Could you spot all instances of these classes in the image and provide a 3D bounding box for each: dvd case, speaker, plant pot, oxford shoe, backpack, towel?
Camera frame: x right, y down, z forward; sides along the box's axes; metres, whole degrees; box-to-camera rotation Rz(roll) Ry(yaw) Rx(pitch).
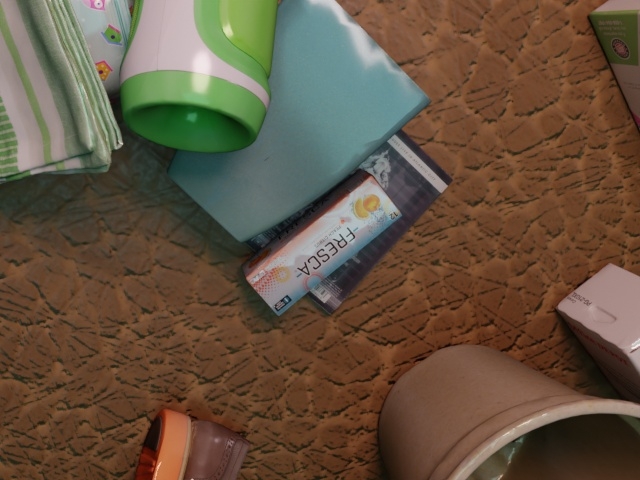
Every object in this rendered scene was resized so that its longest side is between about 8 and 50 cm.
[{"bbox_3d":[0.026,-0.044,0.915,0.164,0.018,0.221,41,93,-17],"label":"dvd case"},{"bbox_3d":[-0.092,-0.231,0.659,0.131,0.131,0.296,9,75,-14],"label":"speaker"},{"bbox_3d":[0.211,0.271,0.882,0.334,0.305,0.333,-3,105,-12],"label":"plant pot"},{"bbox_3d":[-0.036,-0.123,0.803,0.165,0.165,0.234,44,99,-9],"label":"plant pot"},{"bbox_3d":[-0.155,0.377,0.854,0.133,0.130,0.363,19,66,-21],"label":"oxford shoe"},{"bbox_3d":[-0.213,-0.210,0.732,0.144,0.188,0.165,-12,105,-9],"label":"backpack"},{"bbox_3d":[-0.328,-0.159,0.691,0.038,0.325,0.247,-37,115,-49],"label":"towel"}]

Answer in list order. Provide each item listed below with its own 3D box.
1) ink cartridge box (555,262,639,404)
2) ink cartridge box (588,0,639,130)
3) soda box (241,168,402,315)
[{"bbox_3d":[0.428,0.160,0.971,0.100,0.172,0.237,-40,108,-1],"label":"ink cartridge box"},{"bbox_3d":[0.474,-0.136,0.889,0.119,0.207,0.353,-33,109,-1],"label":"ink cartridge box"},{"bbox_3d":[0.000,0.000,0.880,0.183,0.058,0.063,-39,107,1],"label":"soda box"}]
